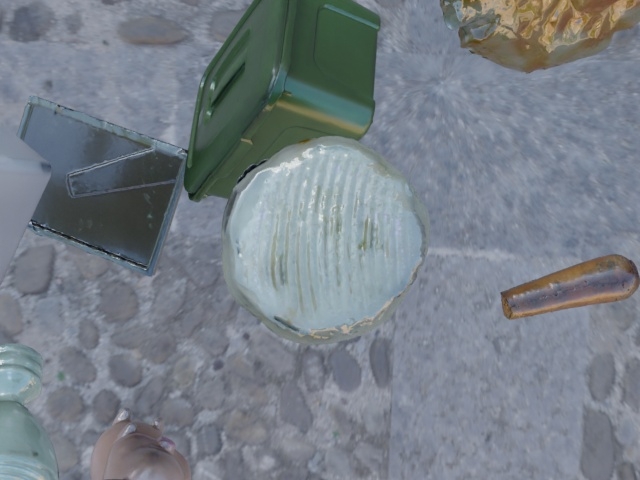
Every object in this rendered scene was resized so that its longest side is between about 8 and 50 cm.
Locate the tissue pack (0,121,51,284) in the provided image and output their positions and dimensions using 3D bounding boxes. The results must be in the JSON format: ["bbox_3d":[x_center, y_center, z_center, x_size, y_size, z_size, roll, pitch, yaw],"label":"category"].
[{"bbox_3d":[-0.448,-0.025,1.163,0.159,0.136,0.246,36,108,25],"label":"tissue pack"}]

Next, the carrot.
[{"bbox_3d":[0.288,0.057,1.163,0.161,0.055,0.055,-14,97,-2],"label":"carrot"}]

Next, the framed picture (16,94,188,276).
[{"bbox_3d":[-0.353,-0.086,1.547,0.281,0.019,0.209,21,97,6],"label":"framed picture"}]

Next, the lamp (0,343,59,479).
[{"bbox_3d":[-0.299,0.186,0.956,0.106,0.193,0.106,-4,136,-4],"label":"lamp"}]

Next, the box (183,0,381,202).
[{"bbox_3d":[-0.054,-0.198,1.404,0.177,0.328,0.253,17,59,-23],"label":"box"}]

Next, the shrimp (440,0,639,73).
[{"bbox_3d":[0.130,-0.208,0.460,0.154,0.062,0.294,-10,128,-22],"label":"shrimp"}]

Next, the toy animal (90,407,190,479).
[{"bbox_3d":[-0.302,0.383,1.652,0.166,0.250,0.154,16,92,-19],"label":"toy animal"}]

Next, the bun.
[{"bbox_3d":[0.000,0.000,1.134,0.239,0.141,0.239,0,83,2],"label":"bun"}]
